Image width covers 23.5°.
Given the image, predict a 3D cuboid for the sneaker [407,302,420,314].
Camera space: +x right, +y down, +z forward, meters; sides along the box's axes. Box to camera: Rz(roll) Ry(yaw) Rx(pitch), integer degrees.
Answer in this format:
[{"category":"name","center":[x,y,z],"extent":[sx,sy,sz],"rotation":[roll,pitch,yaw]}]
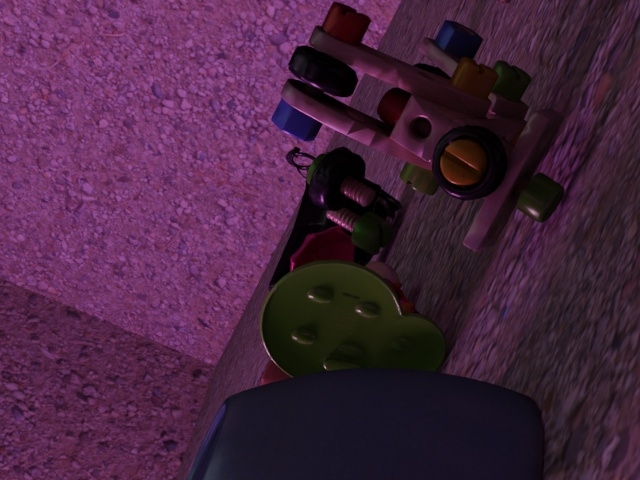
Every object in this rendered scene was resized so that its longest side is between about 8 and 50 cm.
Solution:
[{"category":"sneaker","center":[0.030,0.146,1.512],"extent":[0.262,0.104,0.125],"rotation":[-75,7,-56]}]

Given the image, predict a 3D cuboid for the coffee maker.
[{"category":"coffee maker","center":[0.000,0.000,2.025],"extent":[0.120,0.171,0.178],"rotation":[135,157,-69]}]

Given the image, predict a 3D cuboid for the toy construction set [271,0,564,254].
[{"category":"toy construction set","center":[0.143,-0.122,1.288],"extent":[0.309,0.237,0.257],"rotation":[-55,-28,-6]}]

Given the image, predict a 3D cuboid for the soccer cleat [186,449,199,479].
[{"category":"soccer cleat","center":[-0.183,0.463,2.369],"extent":[0.143,0.116,0.331],"rotation":[87,-156,-64]}]

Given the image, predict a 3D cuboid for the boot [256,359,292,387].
[{"category":"boot","center":[-0.050,0.154,1.780],"extent":[0.118,0.042,0.087],"rotation":[-63,8,12]}]

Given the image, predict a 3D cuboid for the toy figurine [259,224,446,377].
[{"category":"toy figurine","center":[0.031,0.049,1.448],"extent":[0.159,0.173,0.130],"rotation":[-90,18,-65]}]

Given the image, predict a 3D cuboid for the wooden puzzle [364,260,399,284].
[{"category":"wooden puzzle","center":[-0.007,0.218,1.758],"extent":[0.322,0.080,0.348],"rotation":[-70,11,-23]}]

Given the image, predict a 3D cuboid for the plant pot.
[{"category":"plant pot","center":[0.001,0.206,1.053],"extent":[0.290,0.195,0.290],"rotation":[-158,90,-84]}]
